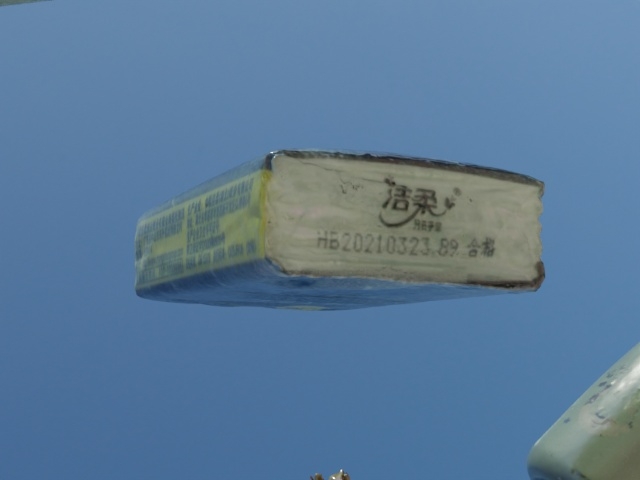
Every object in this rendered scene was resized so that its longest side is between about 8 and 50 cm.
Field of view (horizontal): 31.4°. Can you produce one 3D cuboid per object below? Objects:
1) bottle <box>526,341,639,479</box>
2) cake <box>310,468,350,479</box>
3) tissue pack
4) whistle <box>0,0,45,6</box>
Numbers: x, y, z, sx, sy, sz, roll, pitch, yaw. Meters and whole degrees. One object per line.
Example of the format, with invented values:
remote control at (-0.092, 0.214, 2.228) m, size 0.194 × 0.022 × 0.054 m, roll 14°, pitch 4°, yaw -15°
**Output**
bottle at (0.358, 0.138, 1.030) m, size 0.347 × 0.168 × 0.168 m, roll -43°, pitch -71°, yaw -8°
cake at (-0.037, 0.227, 0.491) m, size 0.135 × 0.098 × 0.287 m, roll 19°, pitch -74°, yaw -37°
tissue pack at (0.000, 0.000, 0.749) m, size 0.185 × 0.257 × 0.081 m, roll 3°, pitch -97°, yaw -25°
whistle at (-0.243, -0.139, 0.619) m, size 0.258 × 0.126 × 0.067 m, roll -12°, pitch -48°, yaw -15°
